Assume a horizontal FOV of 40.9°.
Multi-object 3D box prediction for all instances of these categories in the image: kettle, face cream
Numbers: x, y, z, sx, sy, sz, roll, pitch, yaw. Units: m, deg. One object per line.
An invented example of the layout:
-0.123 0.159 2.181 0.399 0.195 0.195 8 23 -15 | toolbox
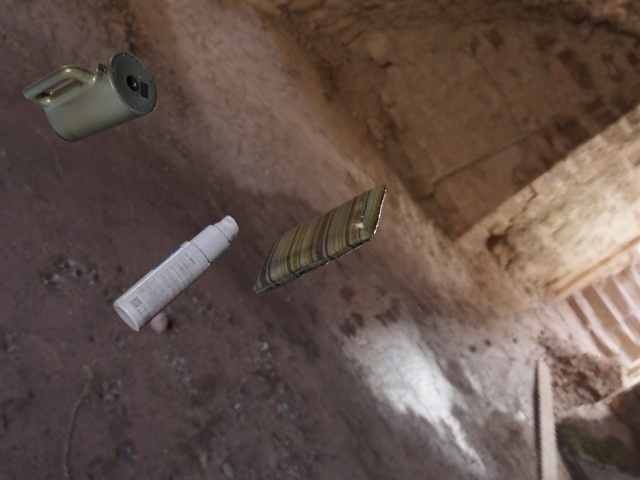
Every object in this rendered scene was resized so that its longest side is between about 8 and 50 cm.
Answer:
-0.338 -0.209 1.274 0.127 0.147 0.098 -28 100 -63 | kettle
-0.123 0.025 0.759 0.034 0.130 0.034 37 -25 21 | face cream

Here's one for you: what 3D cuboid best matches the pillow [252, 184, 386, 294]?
0.000 0.000 1.147 0.038 0.203 0.113 48 35 -25 | pillow
